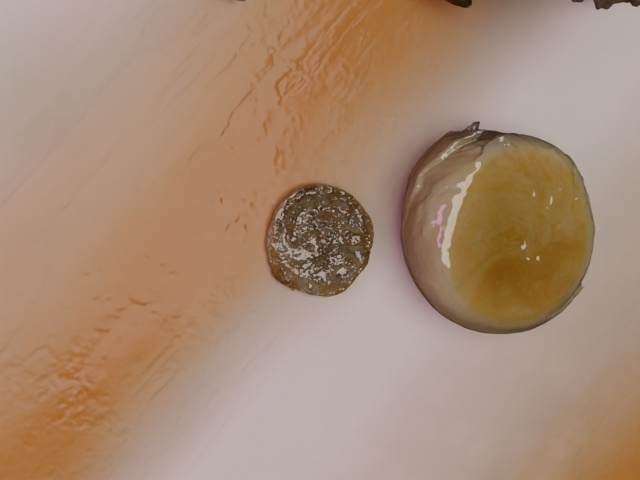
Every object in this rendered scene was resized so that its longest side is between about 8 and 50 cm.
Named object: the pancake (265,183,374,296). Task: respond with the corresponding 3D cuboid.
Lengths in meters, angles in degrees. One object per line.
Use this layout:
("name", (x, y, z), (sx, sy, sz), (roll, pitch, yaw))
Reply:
("pancake", (0.000, 0.000, 1.612), (0.139, 0.022, 0.140), (-2, 96, -16))

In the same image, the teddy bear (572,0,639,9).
("teddy bear", (0.285, -0.447, 1.492), (0.224, 0.357, 0.368), (5, 102, 10))

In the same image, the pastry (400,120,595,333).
("pastry", (0.215, -0.014, 1.616), (0.264, 0.133, 0.265), (-2, 97, -17))

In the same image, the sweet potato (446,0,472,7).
("sweet potato", (0.137, -0.426, 1.566), (0.124, 0.098, 0.310), (-21, 99, -6))
